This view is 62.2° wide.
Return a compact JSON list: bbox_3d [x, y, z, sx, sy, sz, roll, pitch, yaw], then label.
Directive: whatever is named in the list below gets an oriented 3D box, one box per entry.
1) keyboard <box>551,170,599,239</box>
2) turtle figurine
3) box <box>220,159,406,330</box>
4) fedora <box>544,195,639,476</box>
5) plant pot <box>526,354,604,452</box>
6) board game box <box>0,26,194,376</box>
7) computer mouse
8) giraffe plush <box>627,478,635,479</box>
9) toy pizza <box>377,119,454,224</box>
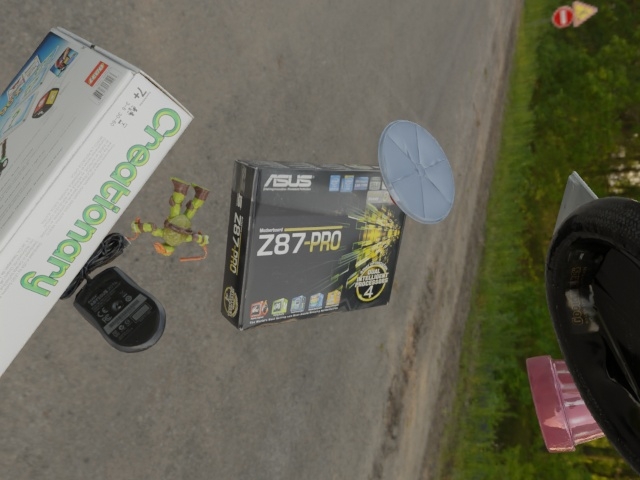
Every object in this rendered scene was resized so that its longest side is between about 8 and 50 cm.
[{"bbox_3d":[0.443,-0.021,0.931,0.072,0.014,0.256,60,-2,33],"label":"keyboard"},{"bbox_3d":[-0.381,-0.048,1.368,0.269,0.087,0.217,17,99,-37],"label":"turtle figurine"},{"bbox_3d":[0.000,0.000,1.099,0.395,0.097,0.318,-3,108,-36],"label":"box"},{"bbox_3d":[0.382,0.101,0.545,0.334,0.152,0.334,163,-90,-83],"label":"fedora"},{"bbox_3d":[0.549,0.332,1.117,0.201,0.180,0.201,49,32,-47],"label":"plant pot"},{"bbox_3d":[-0.238,-0.007,0.382,0.305,0.193,0.053,-53,136,-1],"label":"board game box"},{"bbox_3d":[-0.403,0.123,1.065,0.188,0.272,0.072,-41,155,-19],"label":"computer mouse"},{"bbox_3d":[0.395,0.315,0.491,0.210,0.170,0.181,-107,-171,-70],"label":"giraffe plush"},{"bbox_3d":[0.172,-0.124,0.974,0.201,0.032,0.201,15,65,-36],"label":"toy pizza"}]
